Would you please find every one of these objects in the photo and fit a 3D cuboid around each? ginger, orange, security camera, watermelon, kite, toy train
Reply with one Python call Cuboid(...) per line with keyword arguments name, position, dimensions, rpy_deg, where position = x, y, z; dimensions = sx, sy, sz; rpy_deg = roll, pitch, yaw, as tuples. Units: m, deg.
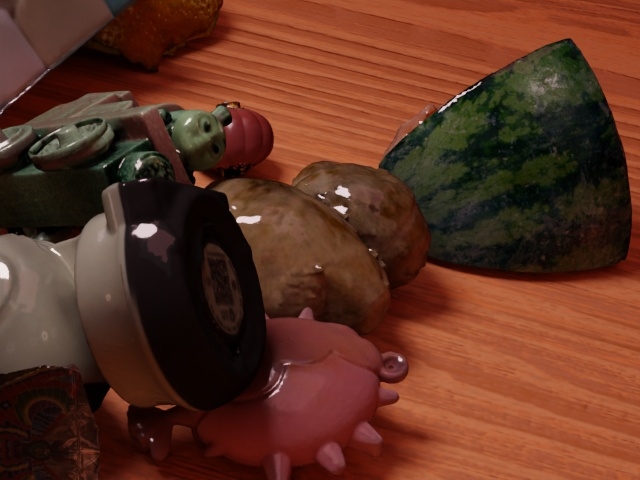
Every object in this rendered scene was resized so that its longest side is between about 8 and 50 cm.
Cuboid(name="ginger", position=(0.000, 0.000, 1.338), dimensions=(0.245, 0.155, 0.304), rpy_deg=(20, 24, 28))
Cuboid(name="orange", position=(-0.306, -0.381, 1.850), dimensions=(0.263, 0.196, 0.335), rpy_deg=(18, 37, 39))
Cuboid(name="security camera", position=(-0.205, 0.070, 1.062), dimensions=(0.277, 0.191, 0.197), rpy_deg=(-14, -6, 16))
Cuboid(name="watermelon", position=(0.218, -0.055, 1.512), dimensions=(0.283, 0.292, 0.250), rpy_deg=(-19, 75, -1))
Cuboid(name="kite", position=(-0.319, 0.164, 0.990), dimensions=(0.286, 0.152, 0.015), rpy_deg=(1, 19, -3))
Cuboid(name="toy train", position=(-0.230, -0.081, 1.313), dimensions=(0.304, 0.150, 0.221), rpy_deg=(1, 30, 44))

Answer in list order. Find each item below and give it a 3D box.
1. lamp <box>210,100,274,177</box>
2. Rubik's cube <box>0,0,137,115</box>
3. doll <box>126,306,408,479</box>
Cuboid(name="lamp", position=(-0.111, -0.125, 1.543), dimensions=(0.108, 0.092, 0.107), rpy_deg=(-5, -1, 0))
Cuboid(name="Rubik's cube", position=(-0.454, -0.415, 1.546), dimensions=(0.347, 0.346, 0.344), rpy_deg=(-43, 47, -18))
Cuboid(name="doll", position=(-0.045, 0.141, 1.131), dimensions=(0.262, 0.093, 0.211), rpy_deg=(-18, 46, -16))
